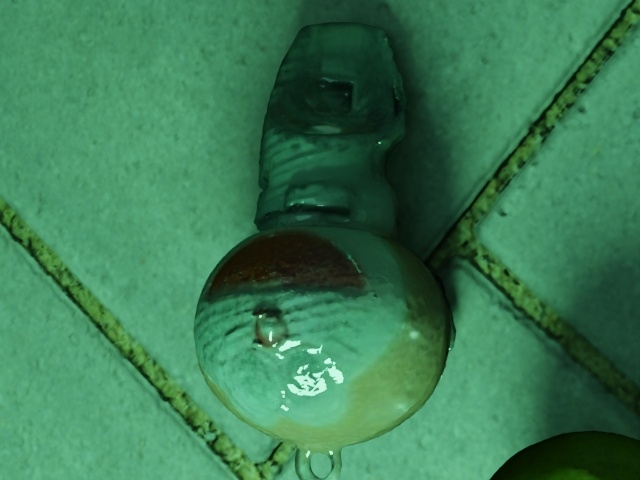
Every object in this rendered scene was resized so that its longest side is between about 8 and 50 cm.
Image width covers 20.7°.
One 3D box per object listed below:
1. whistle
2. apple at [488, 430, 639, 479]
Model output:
[{"bbox_3d":[0.000,0.000,1.237,0.189,0.189,0.347,-5,75,26],"label":"whistle"},{"bbox_3d":[0.186,0.221,1.131,0.196,0.157,0.196,-1,87,25],"label":"apple"}]
